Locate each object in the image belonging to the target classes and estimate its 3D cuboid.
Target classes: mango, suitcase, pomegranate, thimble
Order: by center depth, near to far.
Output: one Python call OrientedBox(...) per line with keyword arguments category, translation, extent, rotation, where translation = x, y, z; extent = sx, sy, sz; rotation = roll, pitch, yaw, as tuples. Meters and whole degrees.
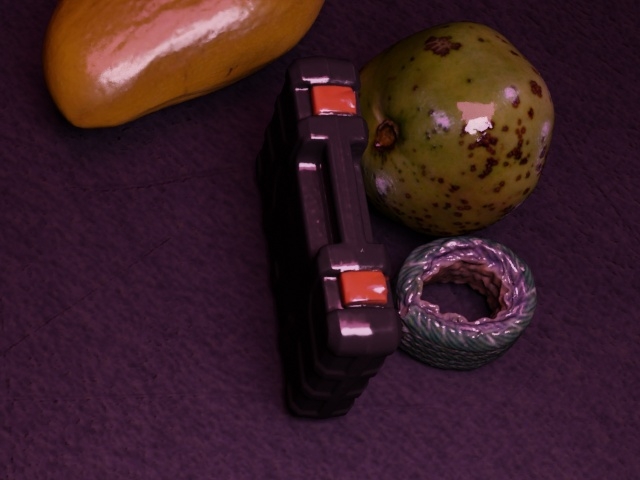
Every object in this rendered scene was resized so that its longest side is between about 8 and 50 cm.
OrientedBox(category="suitcase", translation=(0.001, 0.000, 1.185), extent=(0.066, 0.206, 0.285), rotation=(-2, 65, -15))
OrientedBox(category="thimble", translation=(0.132, 0.058, 1.246), extent=(0.135, 0.090, 0.118), rotation=(8, 65, -6))
OrientedBox(category="pomegranate", translation=(0.141, -0.108, 1.287), extent=(0.248, 0.214, 0.214), rotation=(-3, 59, -51))
OrientedBox(category="mango", translation=(-0.139, -0.241, 1.316), extent=(0.331, 0.142, 0.195), rotation=(-26, 67, -18))
